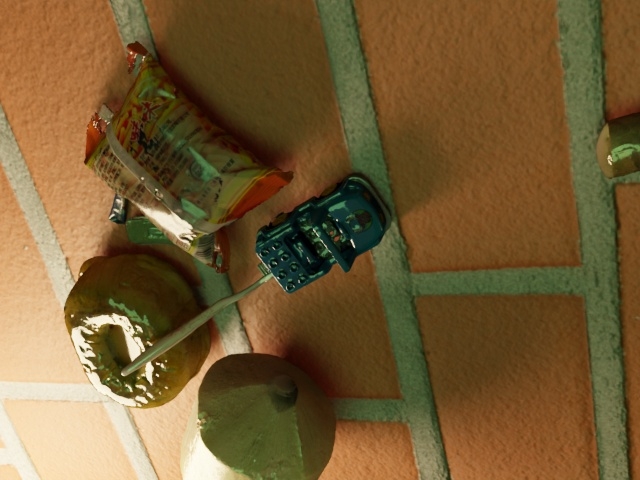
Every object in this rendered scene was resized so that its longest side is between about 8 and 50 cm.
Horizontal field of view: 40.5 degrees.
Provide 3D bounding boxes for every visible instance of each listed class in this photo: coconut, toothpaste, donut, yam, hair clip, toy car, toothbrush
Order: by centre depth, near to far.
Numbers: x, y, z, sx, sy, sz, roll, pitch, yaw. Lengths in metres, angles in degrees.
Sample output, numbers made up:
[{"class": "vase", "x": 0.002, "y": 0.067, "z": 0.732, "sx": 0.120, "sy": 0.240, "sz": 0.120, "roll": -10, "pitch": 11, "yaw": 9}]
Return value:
[{"class": "yam", "x": 0.480, "y": -0.143, "z": 0.943, "sx": 0.356, "sy": 0.081, "sz": 0.081, "roll": -14, "pitch": 116, "yaw": 25}, {"class": "toy car", "x": 0.000, "y": 0.000, "z": 1.177, "sx": 0.191, "sy": 0.100, "sz": 0.097, "roll": -31, "pitch": 111, "yaw": 15}, {"class": "toothbrush", "x": -0.169, "y": 0.106, "z": 1.277, "sx": 0.307, "sy": 0.025, "sz": 0.030, "roll": -35, "pitch": 98, "yaw": 0}, {"class": "toothpaste", "x": -0.302, "y": -0.058, "z": 1.313, "sx": 0.027, "sy": 0.019, "sz": 0.083, "roll": 10, "pitch": 129, "yaw": -16}, {"class": "hair clip", "x": -0.230, "y": -0.010, "z": 1.316, "sx": 0.137, "sy": 0.022, "sz": 0.054, "roll": 7, "pitch": 124, "yaw": 15}, {"class": "coconut", "x": -0.094, "y": 0.300, "z": 1.341, "sx": 0.239, "sy": 0.239, "sz": 0.244, "roll": 23, "pitch": 127, "yaw": 4}, {"class": "donut", "x": -0.289, "y": 0.144, "z": 1.372, "sx": 0.208, "sy": 0.128, "sz": 0.261, "roll": -7, "pitch": 119, "yaw": 22}]

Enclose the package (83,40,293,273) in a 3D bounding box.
[{"class": "package", "x": -0.197, "y": -0.104, "z": 1.193, "sx": 0.288, "sy": 0.108, "sz": 0.223, "roll": 38, "pitch": 124, "yaw": -3}]
